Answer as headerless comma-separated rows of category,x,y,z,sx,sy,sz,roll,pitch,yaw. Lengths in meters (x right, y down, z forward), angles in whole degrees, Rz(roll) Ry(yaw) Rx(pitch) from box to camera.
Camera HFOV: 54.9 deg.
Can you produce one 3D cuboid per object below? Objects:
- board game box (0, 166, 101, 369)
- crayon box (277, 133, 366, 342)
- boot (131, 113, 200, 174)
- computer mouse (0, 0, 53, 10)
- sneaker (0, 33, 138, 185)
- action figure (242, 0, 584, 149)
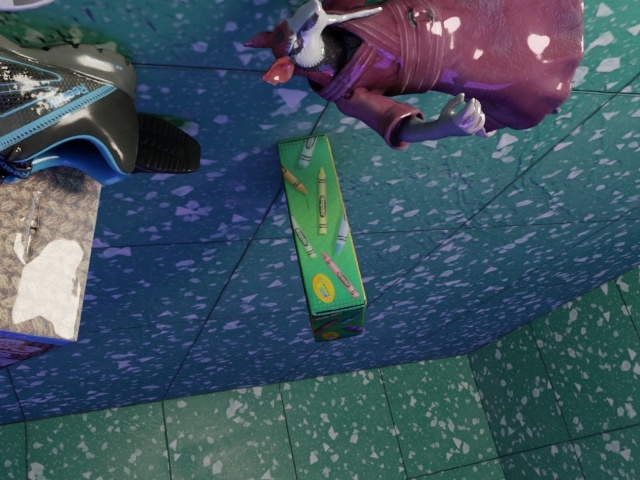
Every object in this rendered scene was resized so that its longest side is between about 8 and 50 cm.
board game box,-0.406,0.023,0.757,0.141,0.232,0.291,19,153,-38
crayon box,0.000,0.000,0.949,0.081,0.278,0.165,-11,158,-3
boot,-0.272,-0.108,0.830,0.197,0.077,0.137,12,154,-21
computer mouse,-0.304,-0.215,0.484,0.193,0.042,0.106,-8,119,-22
sneaker,-0.331,-0.131,0.586,0.340,0.140,0.125,-1,165,-39
action figure,0.096,-0.223,0.668,0.370,0.248,0.275,-9,-176,-14
